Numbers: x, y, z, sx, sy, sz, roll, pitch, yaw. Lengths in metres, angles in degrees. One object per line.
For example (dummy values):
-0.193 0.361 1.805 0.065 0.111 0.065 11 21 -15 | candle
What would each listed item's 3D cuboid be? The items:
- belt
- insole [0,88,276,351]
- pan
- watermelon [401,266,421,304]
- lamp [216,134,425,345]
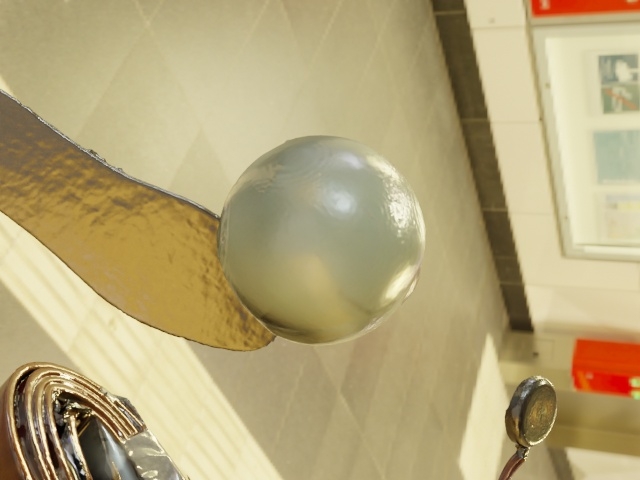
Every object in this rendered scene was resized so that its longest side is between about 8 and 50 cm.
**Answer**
-0.199 0.228 0.763 0.105 0.261 0.184 -45 145 14 | belt
-0.167 -0.013 0.726 0.111 0.328 0.007 -54 -170 8 | insole
0.315 0.313 1.425 0.115 0.040 0.212 12 96 -45 | pan
0.052 0.039 0.988 0.105 0.105 0.133 13 94 -66 | watermelon
0.000 0.000 0.455 0.105 0.105 0.105 3 90 -66 | lamp
